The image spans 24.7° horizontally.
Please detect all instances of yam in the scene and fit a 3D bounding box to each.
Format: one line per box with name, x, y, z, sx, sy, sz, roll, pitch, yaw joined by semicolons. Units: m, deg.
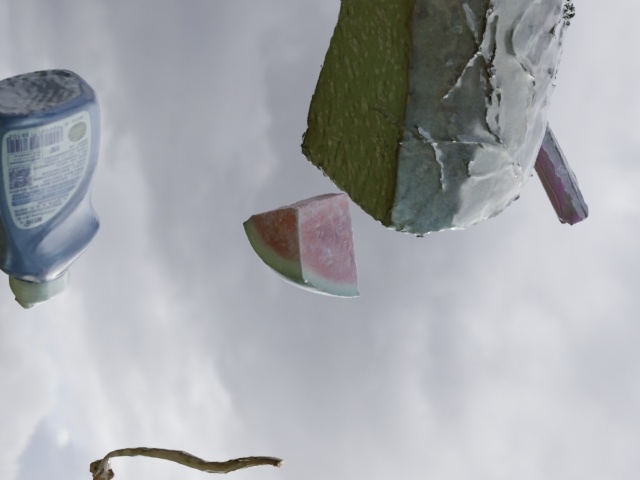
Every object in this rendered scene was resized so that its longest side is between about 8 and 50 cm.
yam;0.104;-0.167;1.195;0.202;0.201;0.271;46;-32;42

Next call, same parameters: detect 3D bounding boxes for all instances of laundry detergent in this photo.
laundry detergent;-0.323;-0.050;1.675;0.094;0.143;0.290;41;-41;36

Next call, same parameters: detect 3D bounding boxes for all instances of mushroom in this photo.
mushroom;-0.126;0.195;1.294;0.286;0.026;0.028;-15;-68;48

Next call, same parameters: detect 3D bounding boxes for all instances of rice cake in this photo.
rice cake;0.300;-0.132;1.999;0.270;0.049;0.055;60;-2;-23

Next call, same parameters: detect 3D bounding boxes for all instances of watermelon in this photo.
watermelon;-0.004;0.003;1.033;0.092;0.084;0.072;39;-56;11
